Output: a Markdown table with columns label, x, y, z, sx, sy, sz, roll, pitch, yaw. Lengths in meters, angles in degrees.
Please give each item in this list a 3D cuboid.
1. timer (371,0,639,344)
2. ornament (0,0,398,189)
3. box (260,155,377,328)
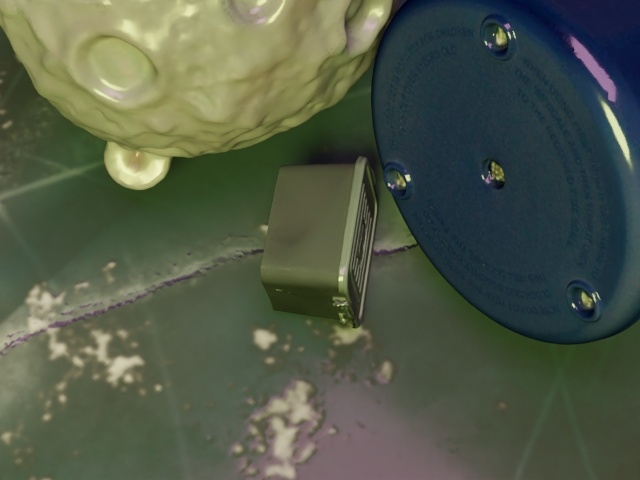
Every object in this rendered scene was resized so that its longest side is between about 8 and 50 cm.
| label | x | y | z | sx | sy | sz | roll | pitch | yaw |
| --- | --- | --- | --- | --- | --- | --- | --- | --- | --- |
| timer | 0.258 | -0.120 | 1.052 | 0.383 | 0.270 | 0.270 | -28 | 65 | -30 |
| ornament | -0.089 | -0.231 | 1.037 | 0.337 | 0.337 | 0.337 | 0 | 62 | 0 |
| box | 0.000 | 0.000 | 1.060 | 0.069 | 0.084 | 0.122 | 3 | 61 | 13 |
